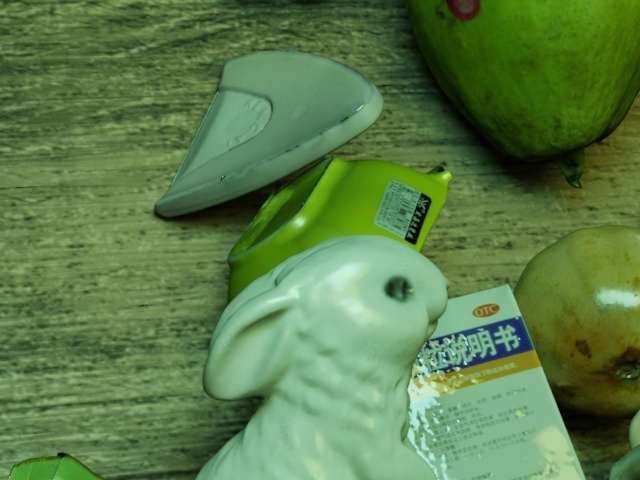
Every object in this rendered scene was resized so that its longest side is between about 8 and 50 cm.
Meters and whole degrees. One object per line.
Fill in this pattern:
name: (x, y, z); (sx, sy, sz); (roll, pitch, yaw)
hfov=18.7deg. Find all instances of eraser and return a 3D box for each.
eraser: (-0.035, -0.110, 1.926); (0.059, 0.243, 0.204); (51, 49, -35)

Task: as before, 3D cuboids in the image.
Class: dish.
dish: (0.000, 0.000, 1.851); (0.108, 0.221, 0.262); (48, 47, -13)

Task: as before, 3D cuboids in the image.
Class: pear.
pear: (0.230, -0.237, 2.032); (0.287, 0.287, 0.375); (-11, 90, -23)

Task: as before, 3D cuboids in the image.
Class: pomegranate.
pomegranate: (0.290, 0.077, 1.913); (0.207, 0.207, 0.207); (8, 59, -13)

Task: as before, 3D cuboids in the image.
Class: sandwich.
sandwich: (-0.224, 0.254, 1.768); (0.116, 0.074, 0.074); (40, 50, -32)

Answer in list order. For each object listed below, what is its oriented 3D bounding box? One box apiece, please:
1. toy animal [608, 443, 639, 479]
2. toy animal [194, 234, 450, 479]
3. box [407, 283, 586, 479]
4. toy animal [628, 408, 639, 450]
toy animal: (0.445, 0.318, 1.698); (0.344, 0.303, 0.194); (61, 20, -15)
toy animal: (-0.017, 0.166, 1.683); (0.258, 0.194, 0.357); (9, 94, 9)
box: (0.127, 0.212, 1.826); (0.200, 0.106, 0.299); (-14, 65, -12)
toy animal: (0.395, 0.270, 1.868); (0.250, 0.154, 0.166); (15, 66, -6)
